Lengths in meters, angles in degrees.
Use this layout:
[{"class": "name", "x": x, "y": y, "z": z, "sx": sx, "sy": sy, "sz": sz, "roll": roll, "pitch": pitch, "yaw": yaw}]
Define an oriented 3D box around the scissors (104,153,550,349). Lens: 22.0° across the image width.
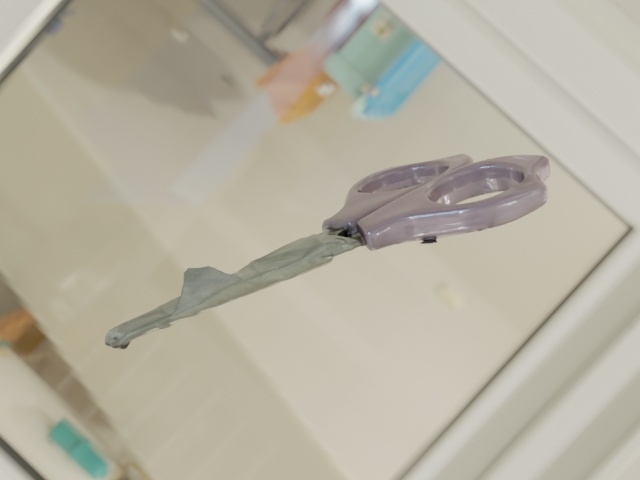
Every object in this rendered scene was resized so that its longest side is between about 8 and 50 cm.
[{"class": "scissors", "x": 0.000, "y": 0.001, "z": 0.699, "sx": 0.212, "sy": 0.021, "sz": 0.110, "roll": -21, "pitch": -163, "yaw": -30}]
